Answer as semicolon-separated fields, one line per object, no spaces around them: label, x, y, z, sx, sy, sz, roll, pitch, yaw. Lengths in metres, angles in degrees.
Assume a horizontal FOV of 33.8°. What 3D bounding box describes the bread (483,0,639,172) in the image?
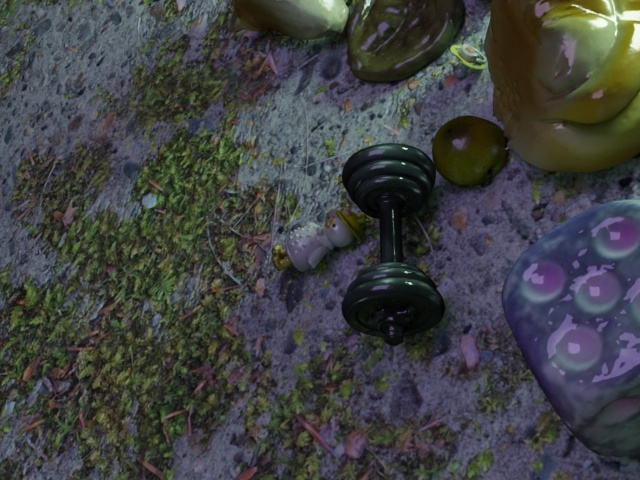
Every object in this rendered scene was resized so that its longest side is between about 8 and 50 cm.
bread;0.415;-0.320;1.815;0.329;0.245;0.424;-27;53;21

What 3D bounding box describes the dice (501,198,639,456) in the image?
dice;0.438;0.126;1.496;0.271;0.270;0.270;-32;49;16

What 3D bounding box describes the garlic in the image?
garlic;-0.058;-0.566;2.377;0.313;0.286;0.249;6;111;45

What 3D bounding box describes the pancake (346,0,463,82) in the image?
pancake;0.173;-0.466;2.226;0.294;0.049;0.294;-17;54;26

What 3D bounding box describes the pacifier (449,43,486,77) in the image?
pacifier;0.287;-0.349;2.073;0.083;0.068;0.064;49;130;29

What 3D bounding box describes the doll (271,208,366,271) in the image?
doll;0.000;0.000;2.033;0.207;0.081;0.129;-27;34;19

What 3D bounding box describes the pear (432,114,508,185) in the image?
pear;0.268;-0.173;1.933;0.141;0.104;0.141;-15;58;26

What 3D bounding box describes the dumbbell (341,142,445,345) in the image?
dumbbell;0.125;-0.001;1.875;0.179;0.179;0.406;-18;54;27
